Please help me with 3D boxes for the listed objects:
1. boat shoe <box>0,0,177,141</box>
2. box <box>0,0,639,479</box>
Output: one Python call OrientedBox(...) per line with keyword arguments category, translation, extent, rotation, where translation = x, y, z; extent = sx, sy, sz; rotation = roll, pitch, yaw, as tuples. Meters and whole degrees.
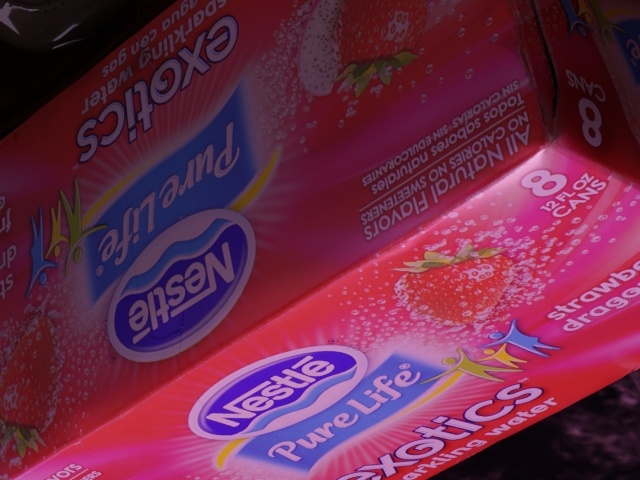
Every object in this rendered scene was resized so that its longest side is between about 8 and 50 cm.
OrientedBox(category="boat shoe", translation=(-0.033, -0.134, 0.541), extent=(0.123, 0.123, 0.342), rotation=(32, 134, -24))
OrientedBox(category="box", translation=(0.000, 0.000, 0.568), extent=(0.257, 0.123, 0.128), rotation=(-32, 143, 34))
